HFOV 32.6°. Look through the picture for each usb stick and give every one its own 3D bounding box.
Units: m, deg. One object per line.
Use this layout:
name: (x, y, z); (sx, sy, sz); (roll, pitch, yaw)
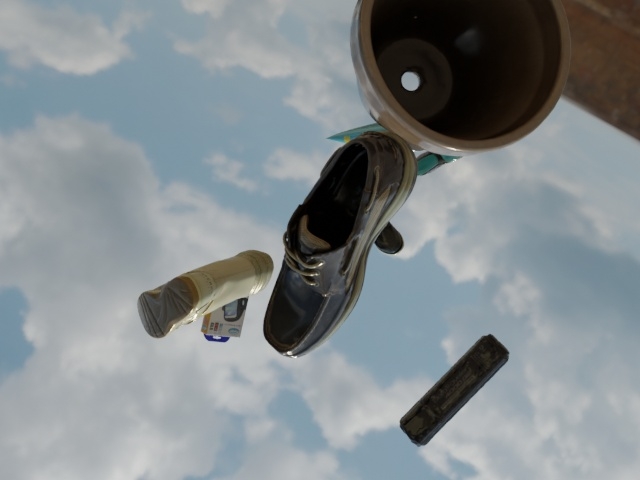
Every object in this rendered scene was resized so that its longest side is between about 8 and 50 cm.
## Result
usb stick: (0.274, 0.309, 2.255); (0.077, 0.278, 0.045); (47, -169, 24)

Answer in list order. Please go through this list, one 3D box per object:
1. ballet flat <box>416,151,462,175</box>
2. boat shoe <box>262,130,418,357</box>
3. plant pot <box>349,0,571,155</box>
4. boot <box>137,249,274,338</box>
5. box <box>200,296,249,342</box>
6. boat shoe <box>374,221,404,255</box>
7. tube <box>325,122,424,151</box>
ballet flat: (0.201, -0.144, 1.815); (0.041, 0.114, 0.041); (33, -136, -38)
boat shoe: (0.000, 0.000, 1.529); (0.132, 0.356, 0.130); (32, -167, 32)
plant pot: (0.147, -0.222, 1.366); (0.263, 0.263, 0.229); (25, 170, -9)
boot: (-0.219, 0.097, 2.066); (0.203, 0.262, 0.095); (-21, -97, -35)
box: (-0.186, 0.136, 2.156); (0.081, 0.136, 0.028); (9, -177, -37)
boat shoe: (0.104, -0.021, 1.952); (0.042, 0.049, 0.133); (46, -174, -43)
tube: (0.090, -0.157, 1.635); (0.080, 0.052, 0.207); (2, -177, -28)
